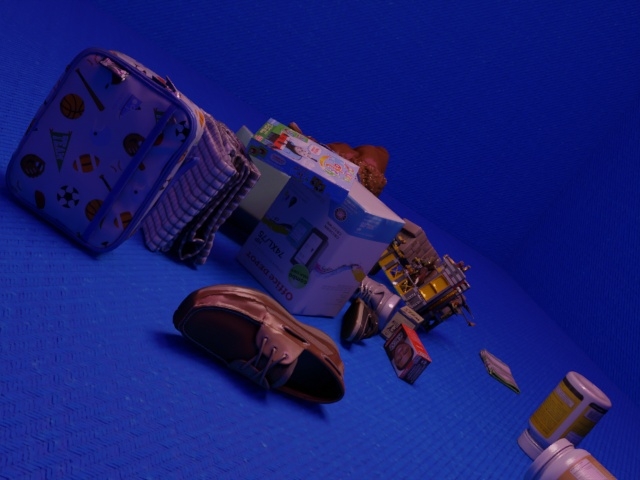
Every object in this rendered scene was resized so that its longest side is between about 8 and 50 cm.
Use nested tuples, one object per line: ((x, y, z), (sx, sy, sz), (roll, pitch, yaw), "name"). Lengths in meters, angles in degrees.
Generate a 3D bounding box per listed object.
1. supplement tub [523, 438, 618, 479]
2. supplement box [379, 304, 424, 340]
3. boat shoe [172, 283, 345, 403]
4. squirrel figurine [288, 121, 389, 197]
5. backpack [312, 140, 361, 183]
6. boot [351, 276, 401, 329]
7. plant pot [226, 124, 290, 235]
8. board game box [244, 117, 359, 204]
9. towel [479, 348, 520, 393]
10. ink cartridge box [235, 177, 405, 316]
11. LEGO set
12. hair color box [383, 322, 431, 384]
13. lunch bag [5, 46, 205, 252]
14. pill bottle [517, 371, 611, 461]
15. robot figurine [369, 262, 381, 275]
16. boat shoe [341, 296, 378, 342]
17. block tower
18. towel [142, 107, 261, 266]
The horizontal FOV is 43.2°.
((0.511, 0.501, 1.574), (0.199, 0.144, 0.144), (45, 15, 34), "supplement tub")
((0.196, 0.207, 1.936), (0.056, 0.083, 0.083), (38, 14, 14), "supplement box")
((-0.076, 0.171, 1.269), (0.324, 0.123, 0.120), (26, 19, -35), "boat shoe")
((0.023, -0.248, 2.729), (0.370, 0.281, 0.397), (27, 12, -11), "squirrel figurine")
((-0.018, -0.113, 2.118), (0.213, 0.263, 0.276), (24, 16, -44), "backpack")
((0.123, 0.145, 1.975), (0.123, 0.095, 0.258), (31, 0, 5), "boot")
((-0.154, -0.109, 1.880), (0.234, 0.166, 0.165), (42, -19, -2), "plant pot")
((-0.031, -0.159, 1.596), (0.211, 0.039, 0.160), (29, 24, -3), "board game box")
((0.520, 0.375, 2.333), (0.113, 0.023, 0.152), (33, 13, -10), "towel")
((0.000, 0.000, 1.739), (0.198, 0.270, 0.197), (42, 15, 27), "ink cartridge box")
((0.292, 0.094, 2.142), (0.255, 0.192, 0.331), (58, 4, 35), "LEGO set")
((0.192, 0.250, 1.798), (0.043, 0.072, 0.141), (32, 13, -21), "hair color box")
((-0.335, -0.146, 1.300), (0.243, 0.303, 0.115), (36, 9, -2), "lunch bag")
((0.555, 0.415, 1.856), (0.119, 0.208, 0.119), (34, 13, -9), "pill bottle")
((0.103, -0.020, 2.300), (0.173, 0.209, 0.278), (-17, 35, -15), "robot figurine")
((0.094, 0.180, 1.775), (0.073, 0.080, 0.223), (31, 8, -2), "boat shoe")
((0.314, 0.087, 2.422), (0.091, 0.097, 0.335), (34, -17, 53), "block tower")
((-0.239, -0.105, 1.577), (0.121, 0.235, 0.284), (35, 11, -33), "towel")
